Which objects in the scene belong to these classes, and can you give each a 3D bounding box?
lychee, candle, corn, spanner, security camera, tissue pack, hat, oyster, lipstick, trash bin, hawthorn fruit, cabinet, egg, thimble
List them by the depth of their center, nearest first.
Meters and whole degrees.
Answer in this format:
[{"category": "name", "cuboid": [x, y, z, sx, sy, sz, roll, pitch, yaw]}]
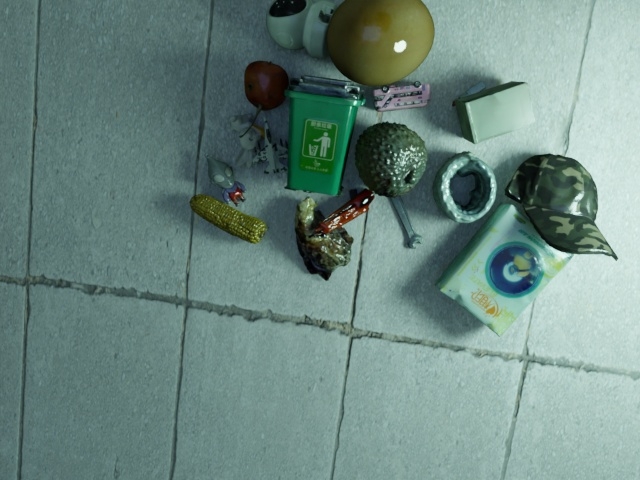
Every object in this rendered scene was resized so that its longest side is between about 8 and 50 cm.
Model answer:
[{"category": "hat", "cuboid": [0.838, -0.119, 1.594, 0.366, 0.381, 0.257, 6, 113, -15]}, {"category": "egg", "cuboid": [0.201, -0.665, 1.598, 0.374, 0.301, 0.301, -14, 96, -17]}, {"category": "cabinet", "cuboid": [0.592, -0.438, 1.666, 0.206, 0.145, 0.150, -18, 109, 7]}, {"category": "security camera", "cuboid": [-0.071, -0.747, 1.682, 0.236, 0.194, 0.194, 19, 99, 8]}, {"category": "lychee", "cuboid": [0.236, -0.279, 1.684, 0.274, 0.255, 0.255, 41, 101, 34]}, {"category": "trash bin", "cuboid": [0.003, -0.366, 1.694, 0.259, 0.295, 0.381, 11, 110, 6]}, {"category": "thimble", "cuboid": [0.501, -0.188, 1.707, 0.205, 0.172, 0.250, 4, 99, 6]}, {"category": "hawthorn fruit", "cuboid": [-0.209, -0.492, 1.731, 0.165, 0.165, 0.285, 13, 90, 3]}, {"category": "lipstick", "cuboid": [0.522, -0.517, 1.732, 0.129, 0.030, 0.030, -33, 94, 8]}, {"category": "tissue pack", "cuboid": [0.643, 0.102, 1.739, 0.287, 0.162, 0.388, 38, 99, 2]}, {"category": "candle", "cuboid": [0.079, -0.091, 1.766, 0.302, 0.059, 0.084, -32, 113, -19]}, {"category": "spanner", "cuboid": [0.302, -0.111, 1.813, 0.071, 0.017, 0.302, -26, 94, 6]}, {"category": "oyster", "cuboid": [0.002, 0.003, 1.816, 0.271, 0.100, 0.275, 21, 95, -13]}, {"category": "corn", "cuboid": [-0.351, -0.084, 1.837, 0.313, 0.102, 0.102, 26, 99, 5]}]

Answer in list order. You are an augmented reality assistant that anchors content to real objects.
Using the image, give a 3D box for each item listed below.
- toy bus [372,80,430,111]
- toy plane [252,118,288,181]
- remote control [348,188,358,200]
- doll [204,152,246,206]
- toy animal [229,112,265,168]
[{"category": "toy bus", "cuboid": [0.289, -0.512, 1.739, 0.203, 0.063, 0.090, -5, 98, 5]}, {"category": "toy plane", "cuboid": [-0.179, -0.337, 1.784, 0.160, 0.082, 0.234, -11, 115, -2]}, {"category": "remote control", "cuboid": [0.127, -0.147, 1.824, 0.034, 0.016, 0.091, -11, 97, -11]}, {"category": "doll", "cuboid": [-0.363, -0.231, 1.827, 0.102, 0.075, 0.227, -37, 101, -23]}, {"category": "toy animal", "cuboid": [-0.266, -0.371, 1.805, 0.127, 0.131, 0.181, -24, 86, 42]}]
